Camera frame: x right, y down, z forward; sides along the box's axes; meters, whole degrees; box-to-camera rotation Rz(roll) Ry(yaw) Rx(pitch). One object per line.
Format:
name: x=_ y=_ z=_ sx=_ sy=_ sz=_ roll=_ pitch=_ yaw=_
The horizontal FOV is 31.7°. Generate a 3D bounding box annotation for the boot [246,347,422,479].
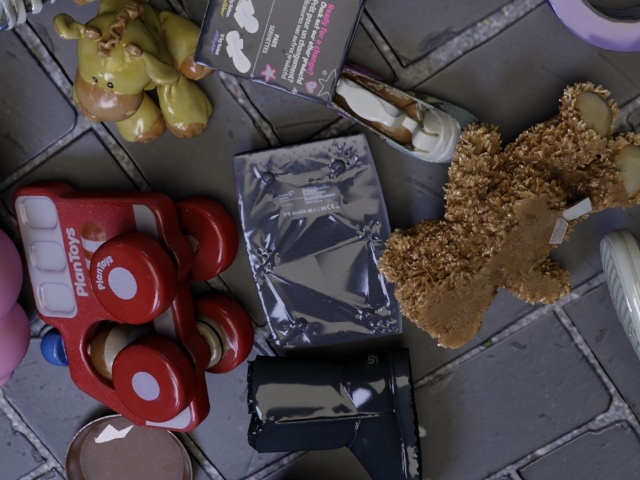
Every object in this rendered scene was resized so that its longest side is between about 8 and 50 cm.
boot: x=0.019 y=0.243 z=1.401 sx=0.207 sy=0.094 sz=0.246 roll=-5 pitch=117 yaw=7

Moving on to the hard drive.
hard drive: x=0.000 y=0.000 z=1.336 sx=0.172 sy=0.054 sz=0.254 roll=-10 pitch=110 yaw=7

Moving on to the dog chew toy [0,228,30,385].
dog chew toy: x=-0.443 y=0.031 z=1.307 sx=0.207 sy=0.206 sz=0.331 roll=-14 pitch=117 yaw=9

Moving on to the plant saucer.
plant saucer: x=-0.249 y=0.295 z=1.476 sx=0.168 sy=0.029 sz=0.168 roll=1 pitch=111 yaw=3

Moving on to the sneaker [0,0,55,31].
sneaker: x=-0.261 y=-0.289 z=1.110 sx=0.236 sy=0.322 sz=0.130 roll=1 pitch=134 yaw=11

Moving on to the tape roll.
tape roll: x=0.324 y=-0.300 z=1.192 sx=0.189 sy=0.080 sz=0.189 roll=1 pitch=111 yaw=3

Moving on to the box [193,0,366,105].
box: x=-0.023 y=-0.254 z=1.140 sx=0.142 sy=0.247 sz=0.163 roll=17 pitch=111 yaw=-2

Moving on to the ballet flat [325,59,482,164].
ballet flat: x=0.089 y=-0.137 z=1.267 sx=0.221 sy=0.079 sz=0.077 roll=25 pitch=109 yaw=-6

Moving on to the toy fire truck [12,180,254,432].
toy fire truck: x=-0.235 y=0.077 z=1.341 sx=0.254 sy=0.169 sz=0.302 roll=3 pitch=112 yaw=28

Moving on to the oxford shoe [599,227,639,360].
oxford shoe: x=0.447 y=0.155 z=1.311 sx=0.130 sy=0.169 sz=0.449 roll=-26 pitch=114 yaw=15

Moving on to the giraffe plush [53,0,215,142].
giraffe plush: x=-0.205 y=-0.193 z=1.215 sx=0.181 sy=0.170 sz=0.210 roll=-3 pitch=110 yaw=5

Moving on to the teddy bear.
teddy bear: x=0.221 y=-0.033 z=1.281 sx=0.245 sy=0.113 sz=0.338 roll=25 pitch=109 yaw=-33
